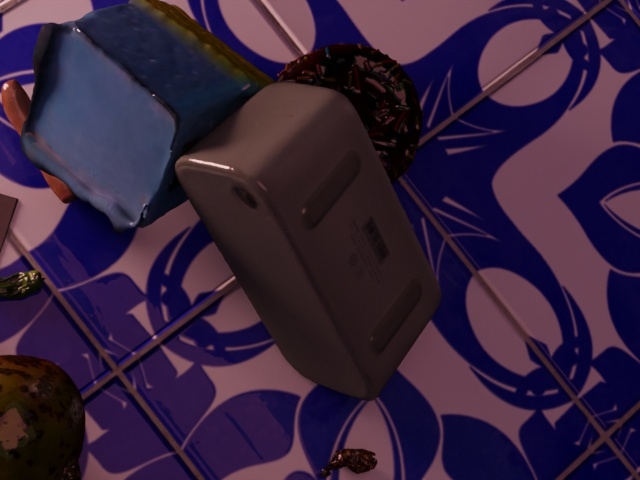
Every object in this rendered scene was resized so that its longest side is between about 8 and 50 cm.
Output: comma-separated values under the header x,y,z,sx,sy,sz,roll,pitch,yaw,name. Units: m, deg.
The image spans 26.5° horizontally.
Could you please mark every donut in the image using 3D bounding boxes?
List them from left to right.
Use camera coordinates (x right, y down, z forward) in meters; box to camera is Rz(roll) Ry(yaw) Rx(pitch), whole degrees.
x,y,z,sx,sy,sz,roll,pitch,yaw,name
0.041,-0.177,1.942,0.235,0.089,0.235,4,76,-15,donut

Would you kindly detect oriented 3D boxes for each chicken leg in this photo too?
x,y,z,sx,sy,sz,roll,pitch,yaw,name
0.037,0.299,1.842,0.083,0.021,0.036,-4,85,-16,chicken leg

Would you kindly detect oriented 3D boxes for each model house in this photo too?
x,y,z,sx,sy,sz,roll,pitch,yaw,name
-0.205,-0.191,1.789,0.237,0.216,0.303,38,43,18,model house

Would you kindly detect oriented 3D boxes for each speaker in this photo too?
x,y,z,sx,sy,sz,roll,pitch,yaw,name
0.000,0.000,1.744,0.184,0.183,0.406,-49,130,-26,speaker

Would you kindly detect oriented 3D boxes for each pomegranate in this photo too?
x,y,z,sx,sy,sz,roll,pitch,yaw,name
-0.399,0.231,1.672,0.198,0.246,0.198,-7,99,-48,pomegranate

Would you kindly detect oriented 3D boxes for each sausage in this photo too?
x,y,z,sx,sy,sz,roll,pitch,yaw,name
-0.378,-0.131,1.834,0.043,0.043,0.186,-29,85,-21,sausage

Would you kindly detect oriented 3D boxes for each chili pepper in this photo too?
x,y,z,sx,sy,sz,roll,pitch,yaw,name
-0.406,0.058,1.785,0.091,0.034,0.030,-3,43,-17,chili pepper

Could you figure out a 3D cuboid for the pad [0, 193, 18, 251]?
x,y,z,sx,sy,sz,roll,pitch,yaw,name
-0.508,-0.025,1.790,0.190,0.004,0.127,17,71,-11,pad
